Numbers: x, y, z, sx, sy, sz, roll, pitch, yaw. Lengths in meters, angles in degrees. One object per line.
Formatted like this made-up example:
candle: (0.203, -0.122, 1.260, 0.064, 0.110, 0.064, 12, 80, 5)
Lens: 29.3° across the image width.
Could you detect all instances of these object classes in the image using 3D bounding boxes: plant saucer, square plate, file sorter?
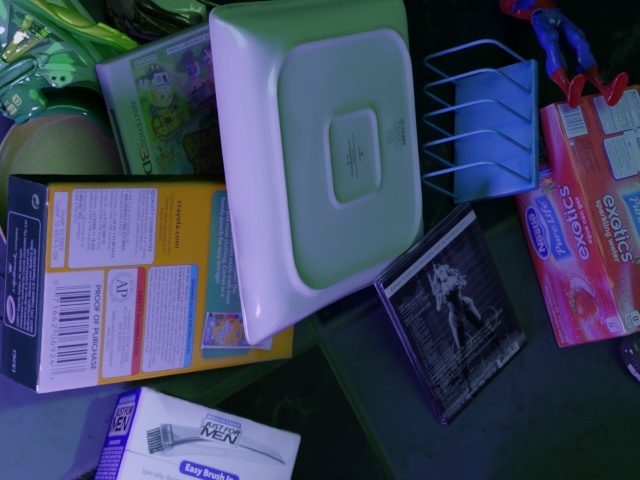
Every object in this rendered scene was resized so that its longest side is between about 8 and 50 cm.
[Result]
plant saucer: (-0.244, -0.047, 1.349, 0.241, 0.037, 0.241, 6, 75, -24)
square plate: (0.020, -0.097, 1.346, 0.344, 0.049, 0.347, -22, 111, -51)
file sorter: (0.192, -0.147, 1.508, 0.104, 0.118, 0.170, 22, 64, -47)

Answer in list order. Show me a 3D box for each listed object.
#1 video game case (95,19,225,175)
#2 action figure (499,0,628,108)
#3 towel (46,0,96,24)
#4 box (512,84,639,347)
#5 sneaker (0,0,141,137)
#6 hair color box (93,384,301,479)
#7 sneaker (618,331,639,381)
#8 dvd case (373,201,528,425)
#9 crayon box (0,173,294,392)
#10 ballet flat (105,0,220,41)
video game case: (-0.133, -0.135, 1.344, 0.212, 0.023, 0.193, -29, 119, -36)
action figure: (0.304, -0.301, 1.551, 0.091, 0.139, 0.280, -3, 39, -18)
towel: (-0.433, -0.241, 1.304, 0.325, 0.038, 0.248, -38, 96, -26)
box: (0.359, -0.031, 1.571, 0.154, 0.142, 0.300, -15, 85, -26)
sneaker: (-0.314, -0.189, 1.263, 0.295, 0.109, 0.124, 18, 69, -22)
hair color box: (-0.158, 0.339, 1.266, 0.185, 0.110, 0.339, 21, 74, -19)
sneaker: (0.504, 0.177, 1.616, 0.234, 0.106, 0.078, 33, 66, -16)
dvd case: (0.162, 0.089, 1.479, 0.164, 0.018, 0.221, -40, 120, -27)
crayon box: (-0.167, 0.035, 1.276, 0.323, 0.083, 0.203, -2, 101, -42)
ballet flat: (-0.138, -0.250, 1.420, 0.221, 0.079, 0.077, 16, 74, -22)
